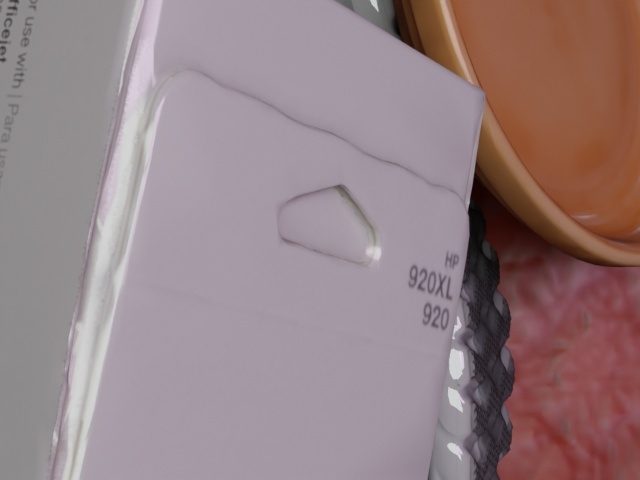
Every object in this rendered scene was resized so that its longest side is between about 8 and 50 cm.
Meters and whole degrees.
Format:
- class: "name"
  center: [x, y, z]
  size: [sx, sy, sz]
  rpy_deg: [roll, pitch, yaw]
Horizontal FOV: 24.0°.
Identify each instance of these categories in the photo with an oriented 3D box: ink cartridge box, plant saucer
- class: "ink cartridge box"
  center: [-0.098, 0.009, 0.444]
  size: [0.232, 0.171, 0.168]
  rpy_deg: [6, 84, 33]
- class: "plant saucer"
  center: [0.087, -0.086, 0.551]
  size: [0.200, 0.037, 0.200]
  rpy_deg: [18, 65, -44]

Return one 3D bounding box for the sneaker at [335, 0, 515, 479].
- class: "sneaker"
  center: [0.000, 0.000, 0.566]
  size: [0.115, 0.105, 0.281]
  rpy_deg: [-13, 88, 15]
